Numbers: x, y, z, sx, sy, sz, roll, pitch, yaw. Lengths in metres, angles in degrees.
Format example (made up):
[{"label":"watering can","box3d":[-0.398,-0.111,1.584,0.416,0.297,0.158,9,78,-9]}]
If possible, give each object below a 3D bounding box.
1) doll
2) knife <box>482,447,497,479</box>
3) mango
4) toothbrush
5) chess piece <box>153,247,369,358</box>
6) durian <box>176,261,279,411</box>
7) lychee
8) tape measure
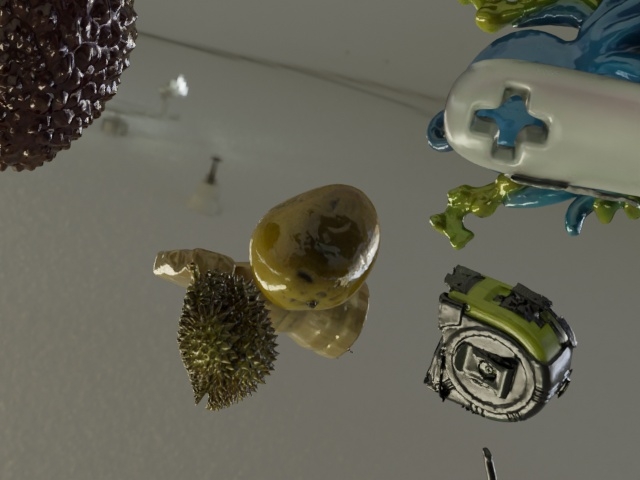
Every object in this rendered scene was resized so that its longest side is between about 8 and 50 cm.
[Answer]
[{"label":"doll","box3d":[0.251,-0.156,1.021,0.099,0.341,0.346,49,-149,-53]},{"label":"knife","box3d":[0.196,0.308,1.213,0.010,0.170,0.023,-11,171,-2]},{"label":"mango","box3d":[0.000,0.000,1.288,0.137,0.098,0.195,38,-129,-3]},{"label":"toothbrush","box3d":[0.241,-0.002,0.307,0.418,0.042,0.040,12,-155,9]},{"label":"chess piece","box3d":[-0.087,0.072,1.616,0.301,0.137,0.137,19,-160,-24]},{"label":"durian","box3d":[-0.107,0.101,1.348,0.102,0.208,0.146,1,-142,33]},{"label":"lychee","box3d":[-0.317,-0.203,1.195,0.271,0.271,0.271,15,-157,-7]},{"label":"tape measure","box3d":[0.238,0.147,1.489,0.186,0.199,0.112,21,-144,25]}]
